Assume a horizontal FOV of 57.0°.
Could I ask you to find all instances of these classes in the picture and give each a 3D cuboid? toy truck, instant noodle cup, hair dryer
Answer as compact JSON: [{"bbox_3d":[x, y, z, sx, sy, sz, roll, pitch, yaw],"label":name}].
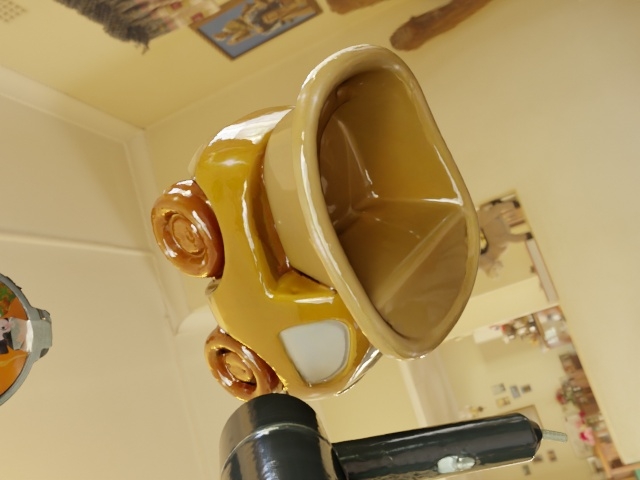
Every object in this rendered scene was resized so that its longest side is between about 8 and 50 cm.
[{"bbox_3d":[0.000,0.000,0.509,0.204,0.211,0.288,-39,-65,-44],"label":"toy truck"},{"bbox_3d":[-0.434,0.117,0.669,0.208,0.125,0.178,23,-115,-40],"label":"instant noodle cup"},{"bbox_3d":[0.050,0.136,0.349,0.124,0.219,0.071,-141,46,-73],"label":"hair dryer"}]
